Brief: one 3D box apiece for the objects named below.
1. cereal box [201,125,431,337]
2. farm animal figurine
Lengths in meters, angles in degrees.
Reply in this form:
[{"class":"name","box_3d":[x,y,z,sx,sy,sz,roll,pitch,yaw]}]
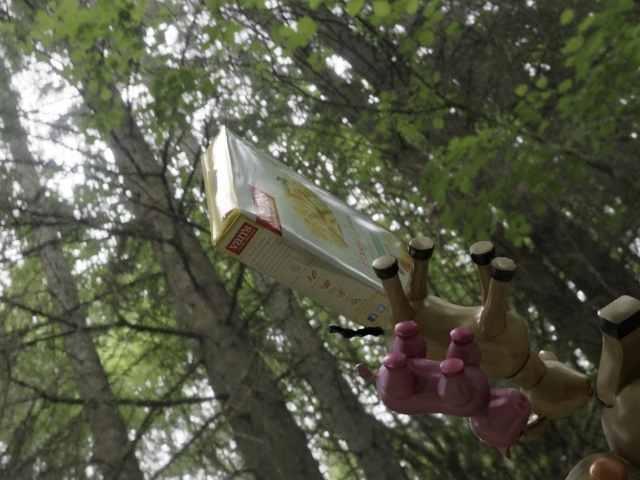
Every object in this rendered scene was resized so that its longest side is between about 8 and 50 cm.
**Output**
[{"class":"cereal box","box_3d":[0.000,0.000,0.812,0.240,0.173,0.047,31,-69,-28]},{"class":"farm animal figurine","box_3d":[0.205,0.118,0.586,0.327,0.330,0.172,-17,-56,-9]}]
